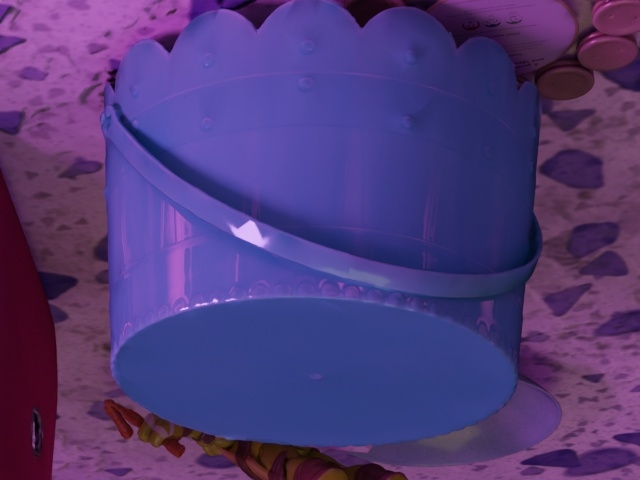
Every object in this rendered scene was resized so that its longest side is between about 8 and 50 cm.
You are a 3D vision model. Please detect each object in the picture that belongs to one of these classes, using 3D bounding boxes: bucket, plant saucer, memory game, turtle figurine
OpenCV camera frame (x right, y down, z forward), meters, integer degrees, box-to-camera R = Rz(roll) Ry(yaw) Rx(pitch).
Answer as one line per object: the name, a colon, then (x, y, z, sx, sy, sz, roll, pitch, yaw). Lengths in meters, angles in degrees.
bucket: (0.000, 0.000, 1.166, 0.281, 0.183, 0.281, 1, 154, 1)
plant saucer: (0.099, 0.134, 1.597, 0.195, 0.037, 0.195, -2, 152, -1)
memory game: (0.103, -0.125, 1.140, 0.186, 0.012, 0.186, -2, 152, -1)
turtle figurine: (-0.027, 0.177, 1.571, 0.217, 0.087, 0.269, 20, 172, 46)

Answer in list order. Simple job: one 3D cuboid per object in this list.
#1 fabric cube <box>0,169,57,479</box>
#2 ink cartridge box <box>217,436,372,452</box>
fabric cube: (-0.321, 0.100, 1.279, 0.259, 0.254, 0.258, -2, 150, 0)
ink cartridge box: (-0.001, 0.097, 1.462, 0.143, 0.092, 0.090, 7, 149, -18)
